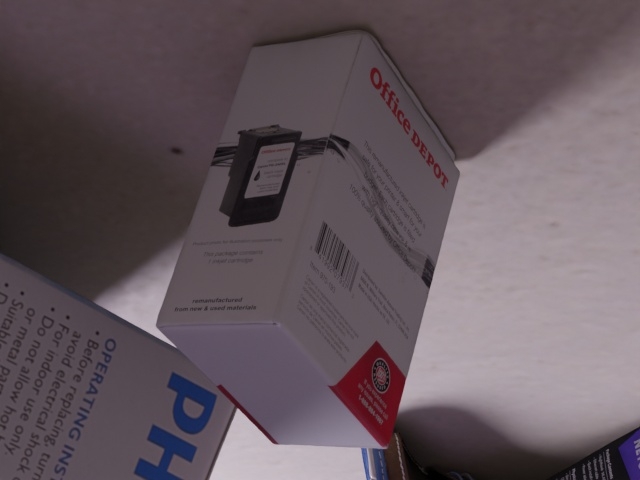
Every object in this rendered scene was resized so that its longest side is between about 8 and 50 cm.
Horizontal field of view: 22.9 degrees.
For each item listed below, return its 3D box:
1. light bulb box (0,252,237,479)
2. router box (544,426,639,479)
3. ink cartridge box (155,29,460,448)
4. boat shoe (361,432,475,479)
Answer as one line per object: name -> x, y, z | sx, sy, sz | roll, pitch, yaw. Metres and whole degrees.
light bulb box -> -0.299, 0.097, 0.805 | 0.361, 0.225, 0.358 | 32, 160, -28
router box -> 0.209, 0.274, 1.013 | 0.243, 0.081, 0.309 | -36, 121, 25
ink cartridge box -> 0.000, 0.000, 0.694 | 0.063, 0.150, 0.109 | -3, 145, 31
boat shoe -> 0.076, 0.181, 1.035 | 0.066, 0.066, 0.183 | -18, 134, 8
